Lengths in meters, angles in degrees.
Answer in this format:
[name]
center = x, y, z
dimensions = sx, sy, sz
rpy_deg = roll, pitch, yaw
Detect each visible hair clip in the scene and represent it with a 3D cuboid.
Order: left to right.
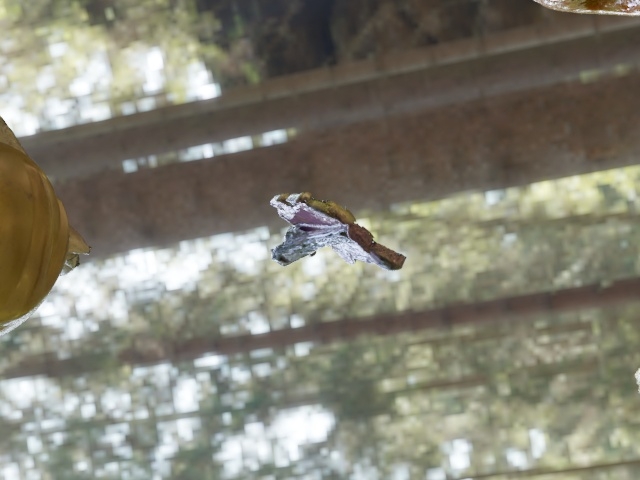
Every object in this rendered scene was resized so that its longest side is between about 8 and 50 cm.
[hair clip]
center = 0.003, -0.007, 1.946
dimensions = 0.146, 0.187, 0.056
rpy_deg = 36, -115, -20

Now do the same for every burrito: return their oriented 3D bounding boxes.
[burrito]
center = -0.320, -0.060, 1.739
dimensions = 0.229, 0.058, 0.063
rpy_deg = 52, -179, 14

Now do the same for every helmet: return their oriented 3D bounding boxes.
[helmet]
center = -0.315, 0.015, 1.558
dimensions = 0.205, 0.140, 0.257
rpy_deg = 64, -141, -59

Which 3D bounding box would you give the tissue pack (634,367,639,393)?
[tissue pack]
center = 0.478, 0.199, 1.334
dimensions = 0.382, 0.293, 0.228
rpy_deg = 61, -177, 23

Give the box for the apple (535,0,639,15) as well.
[apple]
center = 0.193, -0.217, 1.054
dimensions = 0.163, 0.163, 0.139
rpy_deg = 2, -88, -74
